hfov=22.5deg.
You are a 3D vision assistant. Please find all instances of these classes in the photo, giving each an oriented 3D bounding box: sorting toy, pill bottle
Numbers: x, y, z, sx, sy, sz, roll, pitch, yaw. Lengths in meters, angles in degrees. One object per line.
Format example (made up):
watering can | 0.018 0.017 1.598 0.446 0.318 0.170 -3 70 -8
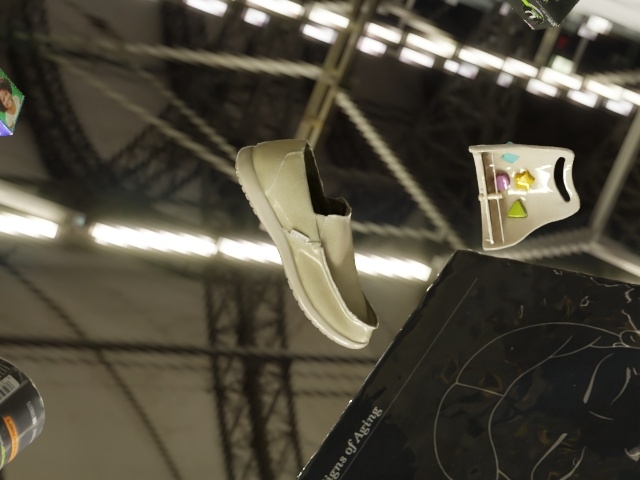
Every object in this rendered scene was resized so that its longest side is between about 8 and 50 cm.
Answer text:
sorting toy | 0.154 -0.041 1.202 0.075 0.083 0.045 -5 -155 11
pill bottle | -0.455 0.252 1.944 0.130 0.130 0.246 27 -140 17

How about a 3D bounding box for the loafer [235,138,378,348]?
loafer | 0.000 0.000 1.839 0.268 0.092 0.102 60 -162 -10

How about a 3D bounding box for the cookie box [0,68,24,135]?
cookie box | -0.294 -0.122 1.231 0.092 0.040 0.107 -4 148 22

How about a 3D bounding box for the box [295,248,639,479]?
box | 0.226 0.299 1.386 0.472 0.480 0.297 14 149 45

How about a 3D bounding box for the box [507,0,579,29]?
box | 0.256 -0.298 1.912 0.083 0.052 0.062 43 167 -18
